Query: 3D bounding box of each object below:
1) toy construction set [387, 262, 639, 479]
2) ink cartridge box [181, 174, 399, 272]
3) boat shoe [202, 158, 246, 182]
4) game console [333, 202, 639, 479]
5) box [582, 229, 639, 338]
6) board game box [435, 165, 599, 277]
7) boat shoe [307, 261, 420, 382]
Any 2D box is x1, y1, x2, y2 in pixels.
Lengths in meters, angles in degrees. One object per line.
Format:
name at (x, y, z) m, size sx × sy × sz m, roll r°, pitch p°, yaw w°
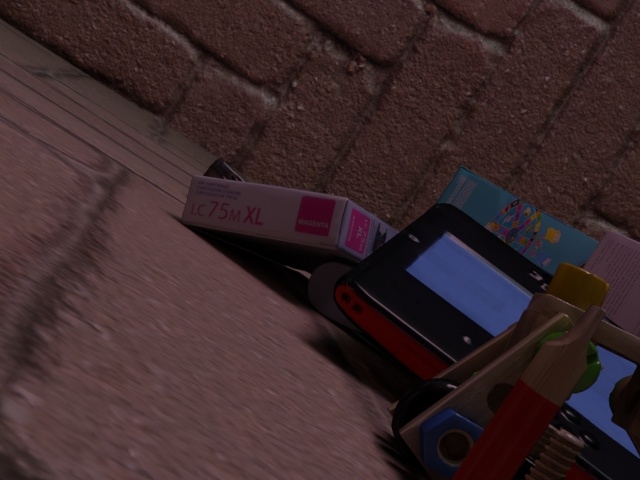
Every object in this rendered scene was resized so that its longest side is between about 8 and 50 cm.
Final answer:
toy construction set at (0.186, 0.085, 0.598) m, size 0.257 × 0.237 × 0.309 m, roll 34°, pitch 4°, yaw 25°
ink cartridge box at (0.000, 0.000, 1.158) m, size 0.185 × 0.065 × 0.311 m, roll 10°, pitch -10°, yaw 25°
boat shoe at (-0.068, -0.033, 1.385) m, size 0.223 × 0.073 × 0.080 m, roll 31°, pitch 4°, yaw -22°
game console at (0.204, 0.101, 0.971) m, size 0.342 × 0.060 × 0.386 m, roll 42°, pitch 21°, yaw 7°
box at (0.397, 0.115, 1.261) m, size 0.181 × 0.182 × 0.119 m, roll 31°, pitch 1°, yaw -37°
board game box at (0.267, 0.072, 1.489) m, size 0.079 × 0.254 × 0.336 m, roll 30°, pitch 4°, yaw -46°
boat shoe at (0.090, 0.095, 1.055) m, size 0.228 × 0.080 × 0.076 m, roll 26°, pitch 2°, yaw 22°
